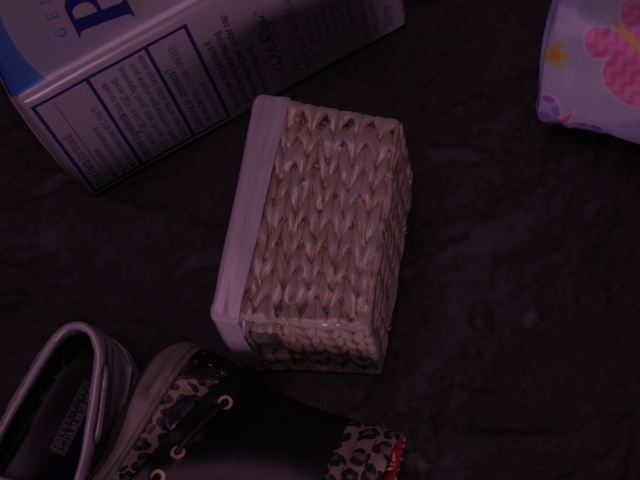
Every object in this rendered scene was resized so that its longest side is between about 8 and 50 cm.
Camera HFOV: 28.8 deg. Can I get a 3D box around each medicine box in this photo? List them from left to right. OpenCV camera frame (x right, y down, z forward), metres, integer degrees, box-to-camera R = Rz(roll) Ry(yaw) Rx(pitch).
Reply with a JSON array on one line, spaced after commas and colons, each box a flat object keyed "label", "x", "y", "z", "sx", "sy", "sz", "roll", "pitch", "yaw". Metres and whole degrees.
[{"label": "medicine box", "x": -0.125, "y": -0.229, "z": 0.950, "sx": 0.289, "sy": 0.149, "sz": 0.263, "roll": -29, "pitch": 64, "yaw": -3}]

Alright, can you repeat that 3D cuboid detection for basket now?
[{"label": "basket", "x": 0.000, "y": 0.000, "z": 0.841, "sx": 0.103, "sy": 0.113, "sz": 0.167, "roll": 5, "pitch": 68, "yaw": 11}]

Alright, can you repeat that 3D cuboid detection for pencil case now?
[{"label": "pencil case", "x": 0.282, "y": -0.114, "z": 0.833, "sx": 0.273, "sy": 0.113, "sz": 0.124, "roll": 12, "pitch": 83, "yaw": 17}]

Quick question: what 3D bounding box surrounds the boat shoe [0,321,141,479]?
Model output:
[{"label": "boat shoe", "x": -0.199, "y": 0.174, "z": 0.817, "sx": 0.095, "sy": 0.084, "sz": 0.258, "roll": 10, "pitch": 68, "yaw": 15}]

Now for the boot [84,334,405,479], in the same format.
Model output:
[{"label": "boot", "x": -0.064, "y": 0.192, "z": 0.784, "sx": 0.179, "sy": 0.085, "sz": 0.236, "roll": 18, "pitch": 71, "yaw": 15}]
